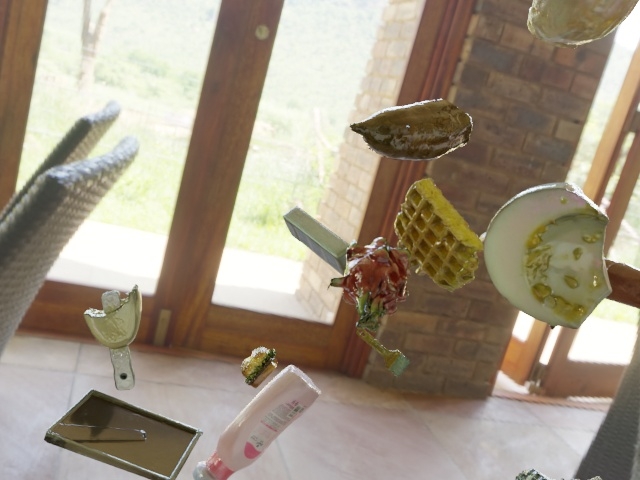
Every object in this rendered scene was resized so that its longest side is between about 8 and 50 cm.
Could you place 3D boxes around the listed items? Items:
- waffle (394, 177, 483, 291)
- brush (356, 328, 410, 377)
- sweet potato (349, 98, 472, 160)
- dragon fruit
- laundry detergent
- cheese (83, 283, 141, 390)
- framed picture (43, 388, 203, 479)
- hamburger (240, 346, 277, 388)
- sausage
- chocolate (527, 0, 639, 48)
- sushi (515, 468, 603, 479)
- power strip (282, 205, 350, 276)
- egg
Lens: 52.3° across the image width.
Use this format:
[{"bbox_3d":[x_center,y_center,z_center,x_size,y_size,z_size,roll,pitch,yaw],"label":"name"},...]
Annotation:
[{"bbox_3d":[0.246,0.014,1.415,0.057,0.219,0.229,-23,66,-25],"label":"waffle"},{"bbox_3d":[0.206,0.371,2.229,0.218,0.082,0.010,40,23,23],"label":"brush"},{"bbox_3d":[0.234,-0.274,1.672,0.370,0.157,0.158,-16,28,-35],"label":"sweet potato"},{"bbox_3d":[0.094,0.088,1.247,0.137,0.135,0.236,5,40,28],"label":"dragon fruit"},{"bbox_3d":[-0.149,0.435,1.486,0.088,0.335,0.159,43,-3,39],"label":"laundry detergent"},{"bbox_3d":[-0.451,0.222,1.458,0.127,0.235,0.050,-10,10,-11],"label":"cheese"},{"bbox_3d":[-0.378,0.380,1.283,0.260,0.023,0.189,19,16,2],"label":"framed picture"},{"bbox_3d":[-0.193,0.390,2.056,0.087,0.137,0.166,44,-4,0],"label":"hamburger"},{"bbox_3d":[0.503,0.049,1.354,0.088,0.088,0.433,3,12,-46],"label":"sausage"},{"bbox_3d":[0.391,-0.380,0.832,0.134,0.309,0.134,25,35,-19],"label":"chocolate"},{"bbox_3d":[0.434,0.546,1.160,0.219,0.238,0.225,27,43,-21],"label":"sushi"},{"bbox_3d":[0.000,0.000,1.554,0.052,0.078,0.272,-37,43,-14],"label":"power strip"},{"bbox_3d":[0.419,0.004,1.179,0.206,0.271,0.162,7,27,37],"label":"egg"}]
